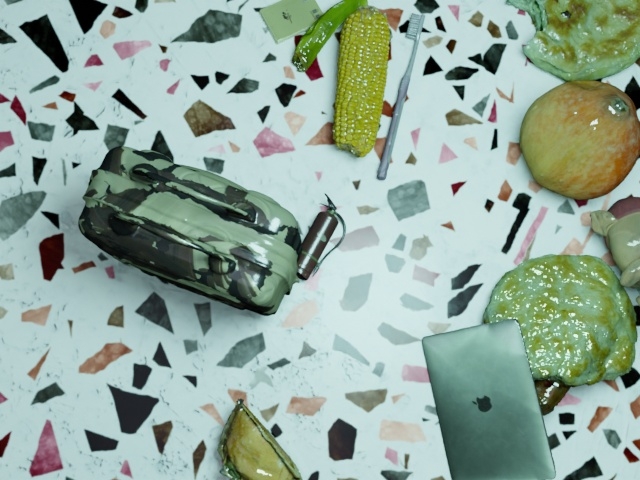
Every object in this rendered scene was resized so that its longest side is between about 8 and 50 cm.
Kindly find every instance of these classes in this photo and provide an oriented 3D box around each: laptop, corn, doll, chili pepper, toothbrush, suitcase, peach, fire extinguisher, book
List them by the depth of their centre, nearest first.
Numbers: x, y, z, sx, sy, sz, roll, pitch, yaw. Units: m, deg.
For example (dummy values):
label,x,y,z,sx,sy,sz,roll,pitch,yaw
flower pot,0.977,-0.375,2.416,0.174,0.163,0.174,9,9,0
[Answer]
label,x,y,z,sx,sy,sz,roll,pitch,yaw
suitcase,-0.195,-0.020,1.108,0.351,0.339,0.194,21,79,4
laptop,0.285,0.283,1.201,0.187,0.015,0.269,-17,79,31
doll,0.598,0.029,1.224,0.196,0.256,0.152,35,112,-28
peach,0.473,-0.187,1.250,0.232,0.232,0.233,1,79,-4
fire extinguisher,0.000,0.000,1.277,0.078,0.045,0.157,34,76,-25
corn,0.076,-0.297,1.313,0.106,0.106,0.293,8,82,-2
toothbrush,0.153,-0.285,1.348,0.029,0.024,0.354,13,78,4
chili pepper,0.015,-0.415,1.350,0.052,0.050,0.202,43,80,5
book,-0.055,-0.443,1.370,0.111,0.014,0.077,-27,81,-9

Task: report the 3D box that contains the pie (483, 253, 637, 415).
label,x,y,z,sx,sy,sz,roll,pitch,yaw
pie,0.430,0.150,1.246,0.274,0.105,0.257,-23,73,-8

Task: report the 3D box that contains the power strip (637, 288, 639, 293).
label,x,y,z,sx,sy,sz,roll,pitch,yaw
power strip,0.642,0.088,1.310,0.083,0.035,0.055,6,78,11

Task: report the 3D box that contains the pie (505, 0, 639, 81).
label,x,y,z,sx,sy,sz,roll,pitch,yaw
pie,0.522,-0.454,1.385,0.302,0.067,0.303,1,78,-2

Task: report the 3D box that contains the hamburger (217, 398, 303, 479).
label,x,y,z,sx,sy,sz,roll,pitch,yaw
hamburger,-0.118,0.365,1.181,0.102,0.087,0.176,-39,90,1
